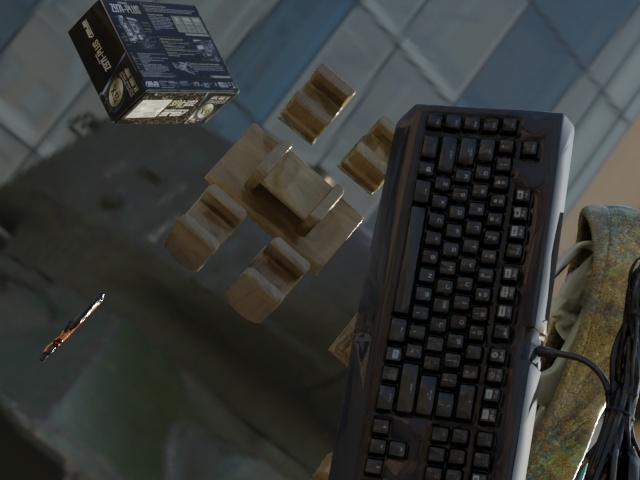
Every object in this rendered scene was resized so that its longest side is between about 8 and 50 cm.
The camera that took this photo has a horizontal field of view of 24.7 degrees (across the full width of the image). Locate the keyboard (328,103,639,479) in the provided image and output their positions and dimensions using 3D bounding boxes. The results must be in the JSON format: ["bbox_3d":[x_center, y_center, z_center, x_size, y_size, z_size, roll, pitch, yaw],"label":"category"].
[{"bbox_3d":[0.119,0.065,0.924,0.201,0.317,0.033,7,-17,13],"label":"keyboard"}]

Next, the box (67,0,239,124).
[{"bbox_3d":[-0.217,-0.233,1.914,0.180,0.077,0.147,-8,66,-52],"label":"box"}]

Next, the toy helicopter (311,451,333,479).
[{"bbox_3d":[0.059,0.331,1.508,0.235,0.140,0.355,20,-35,38],"label":"toy helicopter"}]

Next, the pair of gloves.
[{"bbox_3d":[-0.246,0.085,1.443,0.010,0.074,0.083,45,-36,-5],"label":"pair of gloves"}]

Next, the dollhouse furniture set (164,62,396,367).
[{"bbox_3d":[0.000,0.000,1.392,0.242,0.212,0.161,41,-22,-2],"label":"dollhouse furniture set"}]

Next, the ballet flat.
[{"bbox_3d":[0.166,0.128,1.119,0.123,0.348,0.123,28,-4,2],"label":"ballet flat"}]
